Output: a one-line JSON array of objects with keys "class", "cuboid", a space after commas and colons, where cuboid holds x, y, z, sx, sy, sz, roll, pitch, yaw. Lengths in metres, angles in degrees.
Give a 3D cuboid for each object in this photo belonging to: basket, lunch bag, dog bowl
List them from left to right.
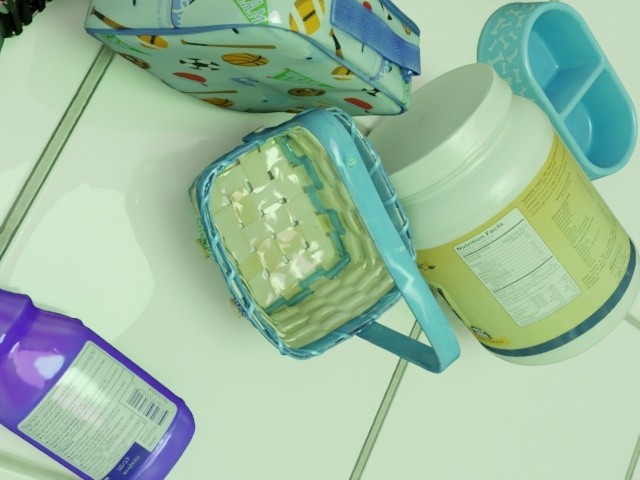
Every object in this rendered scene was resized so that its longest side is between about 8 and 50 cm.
[{"class": "lunch bag", "cuboid": [-0.041, -0.193, 0.676, 0.303, 0.243, 0.114, 8, 88, -61]}, {"class": "basket", "cuboid": [0.000, 0.000, 0.715, 0.201, 0.289, 0.254, -35, 107, -23]}, {"class": "dog bowl", "cuboid": [0.345, -0.206, 1.027, 0.166, 0.074, 0.297, -49, 113, -19]}]

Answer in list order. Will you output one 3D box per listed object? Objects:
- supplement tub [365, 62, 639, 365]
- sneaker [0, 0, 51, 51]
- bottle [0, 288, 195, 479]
[{"class": "supplement tub", "cuboid": [0.209, -0.028, 0.867, 0.316, 0.228, 0.228, 47, 70, -22]}, {"class": "sneaker", "cuboid": [-0.248, -0.252, 0.672, 0.179, 0.124, 0.295, 7, 87, -20]}, {"class": "bottle", "cuboid": [-0.253, 0.132, 0.690, 0.283, 0.092, 0.118, 44, 71, -23]}]
